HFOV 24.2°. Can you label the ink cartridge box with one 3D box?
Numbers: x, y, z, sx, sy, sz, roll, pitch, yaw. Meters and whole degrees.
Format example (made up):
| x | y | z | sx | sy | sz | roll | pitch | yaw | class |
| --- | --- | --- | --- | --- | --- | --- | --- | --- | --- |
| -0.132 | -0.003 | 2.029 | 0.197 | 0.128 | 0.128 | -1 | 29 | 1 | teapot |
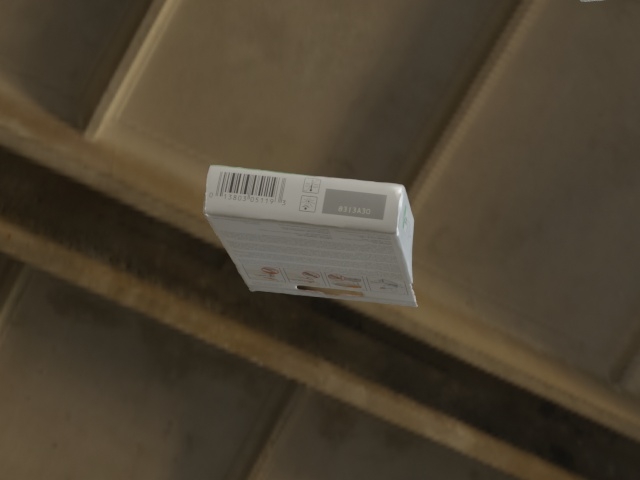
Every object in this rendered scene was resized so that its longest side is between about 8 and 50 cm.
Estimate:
| x | y | z | sx | sy | sz | roll | pitch | yaw | class |
| --- | --- | --- | --- | --- | --- | --- | --- | --- | --- |
| 0.000 | 0.000 | 1.412 | 0.181 | 0.056 | 0.224 | 6 | -17 | 11 | ink cartridge box |
